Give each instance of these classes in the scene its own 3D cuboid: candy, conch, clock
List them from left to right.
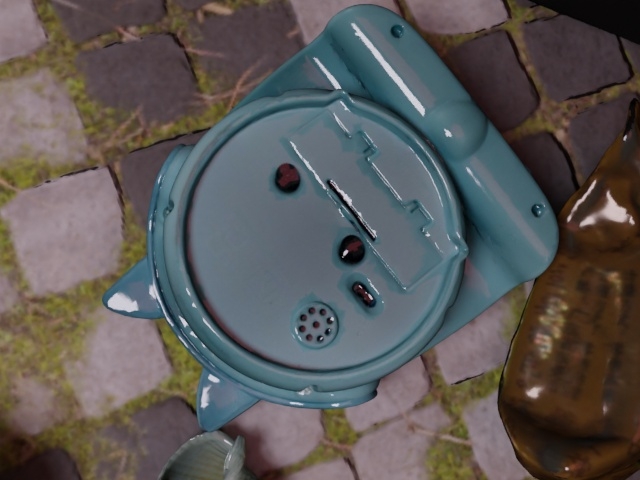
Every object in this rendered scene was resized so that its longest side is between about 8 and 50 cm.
[{"bbox_3d":[-0.068,0.173,0.468,0.076,0.056,0.085,2,52,7],"label":"conch"},{"bbox_3d":[0.000,0.000,0.479,0.274,0.094,0.223,-40,90,-13],"label":"clock"},{"bbox_3d":[0.199,0.040,0.497,0.101,0.143,0.271,14,77,32],"label":"candy"}]

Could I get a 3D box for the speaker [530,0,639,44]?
[{"bbox_3d":[0.259,-0.285,0.513,0.254,0.184,0.232,20,80,-5],"label":"speaker"}]
